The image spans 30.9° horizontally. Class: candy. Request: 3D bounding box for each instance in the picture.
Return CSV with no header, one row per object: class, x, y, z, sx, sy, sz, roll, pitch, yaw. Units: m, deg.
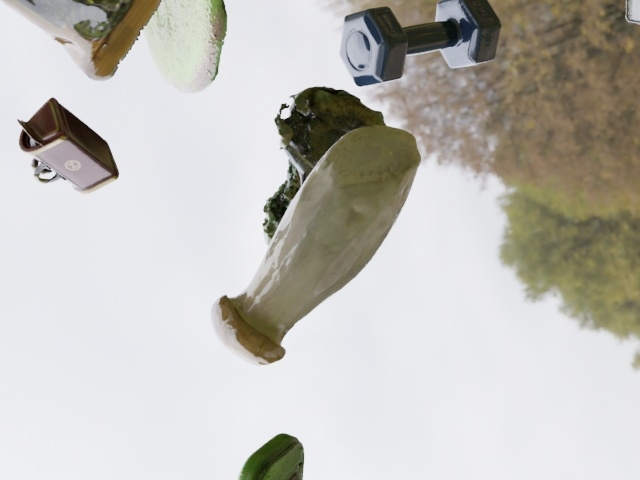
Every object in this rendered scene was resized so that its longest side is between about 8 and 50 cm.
candy,-0.310,-0.299,1.285,0.271,0.143,0.101,36,-152,-22

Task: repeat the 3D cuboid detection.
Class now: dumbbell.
dumbbell,0.196,-0.392,2.244,0.143,0.316,0.156,40,135,42

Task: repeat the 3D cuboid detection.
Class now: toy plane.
toy plane,0.003,-0.072,1.917,0.262,0.192,0.088,41,-138,-48

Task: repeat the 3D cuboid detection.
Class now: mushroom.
mushroom,0.000,0.000,1.414,0.128,0.350,0.128,40,179,1

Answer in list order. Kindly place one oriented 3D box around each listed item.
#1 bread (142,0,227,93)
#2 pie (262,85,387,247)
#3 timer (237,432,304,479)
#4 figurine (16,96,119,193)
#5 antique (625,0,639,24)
bread,-0.244,-0.401,2.005,0.045,0.301,0.301,-14,-97,-32
pie,0.020,-0.114,2.285,0.296,0.078,0.371,4,-82,-30
timer,-0.067,0.334,1.567,0.140,0.047,0.128,-28,-54,-58
figurine,-0.357,-0.121,1.561,0.154,0.098,0.082,39,-159,-47
antique,0.464,-0.329,1.376,0.152,0.148,0.146,-141,47,-66
